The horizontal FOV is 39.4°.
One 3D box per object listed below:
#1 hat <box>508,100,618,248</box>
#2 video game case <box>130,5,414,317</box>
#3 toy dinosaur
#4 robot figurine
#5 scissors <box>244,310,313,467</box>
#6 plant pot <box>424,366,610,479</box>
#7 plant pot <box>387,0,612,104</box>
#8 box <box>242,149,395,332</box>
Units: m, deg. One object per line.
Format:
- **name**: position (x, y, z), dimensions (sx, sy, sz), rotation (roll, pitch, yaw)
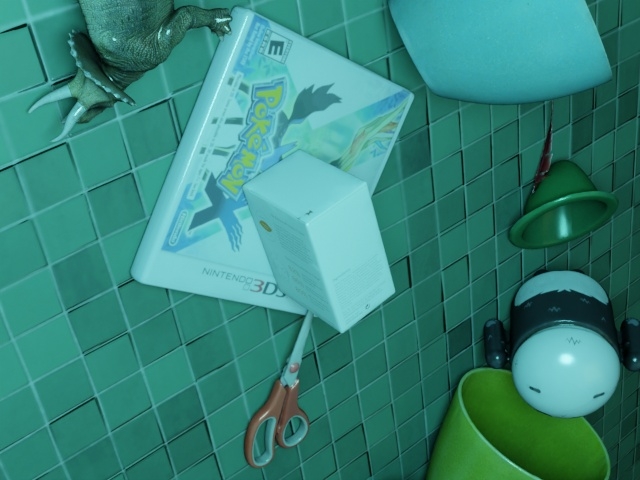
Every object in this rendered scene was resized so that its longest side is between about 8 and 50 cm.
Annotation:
- **hat**: position (0.377, -0.112, 1.461), dimensions (0.173, 0.183, 0.208), rotation (6, 148, -36)
- **video game case**: position (-0.047, -0.076, 1.094), dimensions (0.300, 0.036, 0.329), rotation (16, 100, -45)
- **toy dinosaur**: position (-0.177, -0.246, 0.839), dimensions (0.160, 0.121, 0.313), rotation (-26, 131, -46)
- **robot figurine**: position (0.395, 0.163, 1.459), dimensions (0.173, 0.278, 0.209), rotation (42, 121, -16)
- **scissors**: position (-0.049, 0.189, 1.209), dimensions (0.109, 0.021, 0.297), rotation (-16, 129, -32)
- **plant pot**: position (0.288, 0.414, 1.503), dimensions (0.275, 0.275, 0.293), rotation (0, 126, -41)
- **plant pot**: position (0.196, -0.279, 1.075), dimensions (0.195, 0.290, 0.290), rotation (-25, 136, 17)
- **box**: position (0.000, 0.000, 1.057), dimensions (0.091, 0.130, 0.170), rotation (-35, 131, -22)
